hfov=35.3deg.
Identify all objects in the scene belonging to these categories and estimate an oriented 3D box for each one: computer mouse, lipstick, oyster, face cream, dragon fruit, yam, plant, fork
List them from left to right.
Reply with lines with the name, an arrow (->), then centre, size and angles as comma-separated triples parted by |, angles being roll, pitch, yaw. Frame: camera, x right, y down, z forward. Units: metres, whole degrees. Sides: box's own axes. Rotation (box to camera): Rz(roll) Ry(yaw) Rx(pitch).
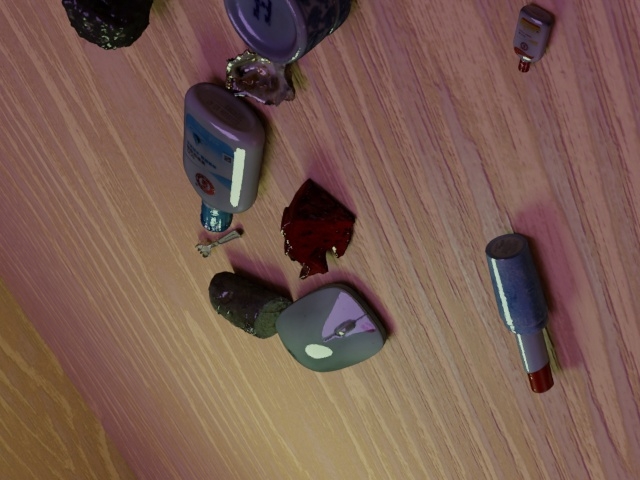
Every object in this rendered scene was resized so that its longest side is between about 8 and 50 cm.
plant -> -0.320, -0.413, 1.543 | 0.149, 0.146, 0.274 | 19, 152, -5
fork -> -0.208, 0.008, 2.039 | 0.034, 0.028, 0.219 | 58, 151, -9
face cream -> -0.176, -0.127, 1.769 | 0.163, 0.080, 0.336 | 40, 151, 15
yam -> -0.146, 0.130, 2.035 | 0.183, 0.107, 0.107 | 25, 144, 42
oyster -> -0.091, -0.253, 1.522 | 0.148, 0.051, 0.103 | 3, 127, 34
dragon fruit -> -0.006, -0.015, 1.709 | 0.192, 0.123, 0.092 | 83, 177, -52
computer mouse -> 0.006, 0.175, 1.876 | 0.159, 0.097, 0.288 | 54, 152, -5
lipstick -> 0.292, 0.115, 1.427 | 0.068, 0.061, 0.274 | 15, 137, 43
face cream -> 0.235, -0.223, 1.128 | 0.040, 0.021, 0.083 | 36, 150, 24

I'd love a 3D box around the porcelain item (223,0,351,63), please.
porcelain item -> -0.040, -0.317, 1.301 | 0.147, 0.114, 0.147 | 33, 148, 23
